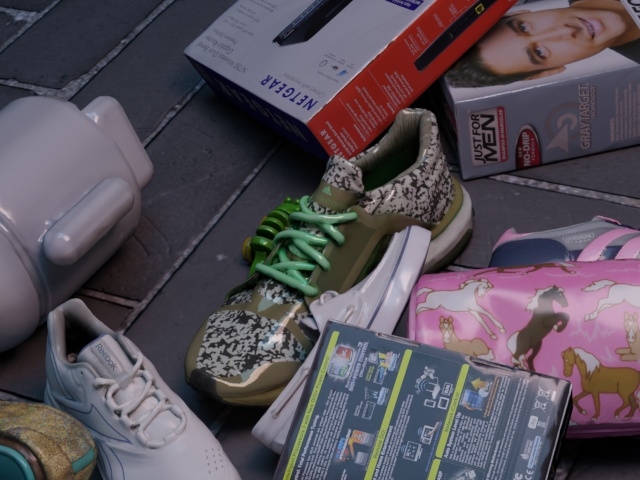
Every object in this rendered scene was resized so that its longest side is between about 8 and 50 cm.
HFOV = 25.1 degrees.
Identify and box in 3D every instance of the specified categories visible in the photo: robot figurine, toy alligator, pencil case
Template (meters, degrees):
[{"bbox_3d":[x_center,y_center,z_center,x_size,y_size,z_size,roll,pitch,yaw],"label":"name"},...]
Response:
[{"bbox_3d":[-0.330,-0.017,1.529,0.300,0.200,0.353,-5,32,43],"label":"robot figurine"},{"bbox_3d":[-0.036,-0.022,1.592,0.056,0.051,0.190,13,44,25],"label":"toy alligator"},{"bbox_3d":[0.272,0.102,1.291,0.386,0.167,0.160,-5,15,8],"label":"pencil case"}]

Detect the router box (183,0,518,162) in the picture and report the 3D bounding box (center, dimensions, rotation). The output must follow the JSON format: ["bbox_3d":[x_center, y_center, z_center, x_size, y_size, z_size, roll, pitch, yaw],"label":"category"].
[{"bbox_3d":[0.030,-0.259,1.729,0.301,0.082,0.335,-44,36,-8],"label":"router box"}]

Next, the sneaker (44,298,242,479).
[{"bbox_3d":[-0.180,0.163,1.333,0.111,0.129,0.297,-31,45,-28],"label":"sneaker"}]

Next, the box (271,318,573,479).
[{"bbox_3d":[0.068,0.218,1.162,0.216,0.060,0.270,13,69,17],"label":"box"}]

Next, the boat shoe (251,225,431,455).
[{"bbox_3d":[0.021,0.087,1.342,0.084,0.095,0.258,27,70,5],"label":"boat shoe"}]

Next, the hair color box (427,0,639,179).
[{"bbox_3d":[0.322,-0.202,1.692,0.374,0.114,0.185,-12,38,-2],"label":"hair color box"}]

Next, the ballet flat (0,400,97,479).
[{"bbox_3d":[-0.357,0.191,1.351,0.348,0.123,0.123,4,40,30],"label":"ballet flat"}]

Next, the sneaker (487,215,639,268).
[{"bbox_3d":[0.322,0.019,1.419,0.318,0.112,0.131,-2,42,7],"label":"sneaker"}]

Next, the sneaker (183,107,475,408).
[{"bbox_3d":[0.000,0.000,1.453,0.158,0.182,0.410,21,48,32],"label":"sneaker"}]
